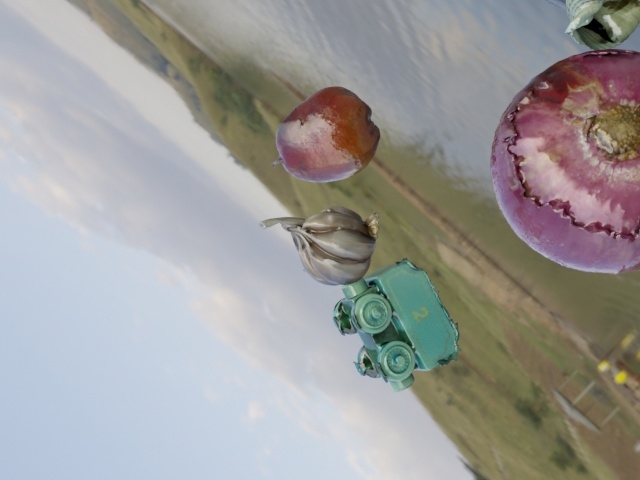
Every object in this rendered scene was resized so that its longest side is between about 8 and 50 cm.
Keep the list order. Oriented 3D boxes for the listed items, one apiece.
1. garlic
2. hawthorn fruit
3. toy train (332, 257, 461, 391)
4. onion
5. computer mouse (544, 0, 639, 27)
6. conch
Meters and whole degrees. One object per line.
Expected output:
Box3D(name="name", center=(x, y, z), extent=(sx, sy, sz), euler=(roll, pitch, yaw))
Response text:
Box3D(name="garlic", center=(0.000, 0.000, 1.302), extent=(0.194, 0.131, 0.127), euler=(18, -121, -27))
Box3D(name="hawthorn fruit", center=(0.003, -0.230, 1.943), extent=(0.224, 0.261, 0.224), euler=(156, 90, -90))
Box3D(name="toy train", center=(0.124, 0.138, 1.388), extent=(0.203, 0.163, 0.112), euler=(63, 158, -5))
Box3D(name="onion", center=(0.450, -0.106, 1.341), extent=(0.358, 0.358, 0.344), euler=(45, 155, 33))
Box3D(name="computer mouse", center=(0.555, -0.547, 1.683), extent=(0.114, 0.203, 0.374), euler=(-4, -150, -44))
Box3D(name="conch", center=(0.462, -0.392, 1.369), extent=(0.135, 0.153, 0.102), euler=(29, -159, -13))
